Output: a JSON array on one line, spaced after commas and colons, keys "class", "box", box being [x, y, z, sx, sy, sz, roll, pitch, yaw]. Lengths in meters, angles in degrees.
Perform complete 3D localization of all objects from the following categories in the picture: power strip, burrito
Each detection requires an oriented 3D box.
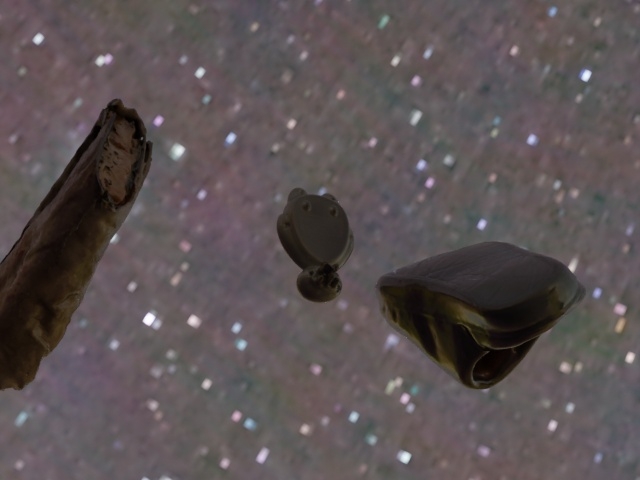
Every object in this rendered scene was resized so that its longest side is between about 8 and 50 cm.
[{"class": "power strip", "box": [0.000, 0.000, 1.212, 0.055, 0.083, 0.035, 11, -33, -22]}, {"class": "burrito", "box": [-0.124, 0.003, 0.899, 0.041, 0.149, 0.055, 30, 3, -35]}]

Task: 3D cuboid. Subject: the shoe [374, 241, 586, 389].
[{"class": "shoe", "box": [0.127, 0.061, 1.450, 0.251, 0.103, 0.100, 5, -63, 69]}]
